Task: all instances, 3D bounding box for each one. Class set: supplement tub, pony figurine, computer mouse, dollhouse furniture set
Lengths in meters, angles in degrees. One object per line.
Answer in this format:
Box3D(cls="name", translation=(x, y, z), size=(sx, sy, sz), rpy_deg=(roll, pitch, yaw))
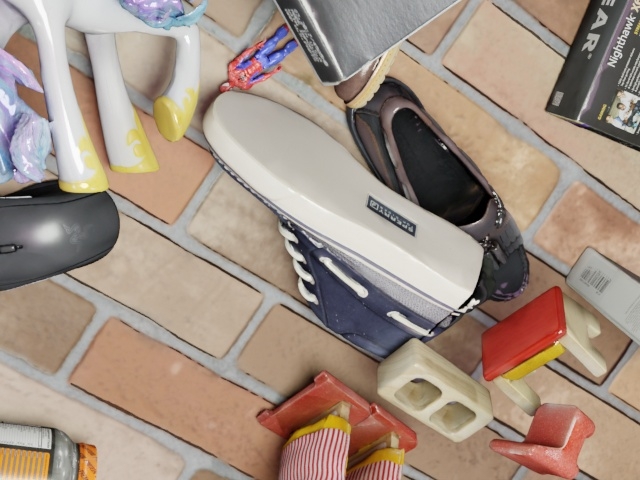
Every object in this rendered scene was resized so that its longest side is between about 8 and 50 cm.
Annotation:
Box3D(cls="supplement tub", translation=(-0.329, 0.241, 1.098), size=(0.190, 0.117, 0.117), rpy_deg=(12, 102, -18))
Box3D(cls="pony figurine", translation=(-0.243, -0.227, 0.939), size=(0.351, 0.303, 0.363), rpy_deg=(-10, 107, -47))
Box3D(cls="computer mouse", translation=(-0.325, 0.040, 1.074), size=(0.262, 0.060, 0.184), rpy_deg=(-6, 106, -14))
Box3D(cls="dollhouse furniture set", translation=(0.096, 0.201, 1.080), size=(0.152, 0.201, 0.374), rpy_deg=(35, 125, -24))

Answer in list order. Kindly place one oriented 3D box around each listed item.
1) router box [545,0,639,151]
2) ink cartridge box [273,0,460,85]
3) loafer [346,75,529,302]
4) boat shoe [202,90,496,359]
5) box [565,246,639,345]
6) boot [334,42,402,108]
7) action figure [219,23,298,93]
Box3D(cls="router box", translation=(0.420, -0.237, 1.193), size=(0.243, 0.081, 0.309), rpy_deg=(19, 99, -20))
Box3D(cls="ink cartridge box", translation=(0.052, -0.349, 0.992), size=(0.307, 0.072, 0.303), rpy_deg=(-37, 108, -16))
Box3D(cls="loafer", translation=(0.134, -0.039, 1.160), size=(0.109, 0.095, 0.302), rpy_deg=(-39, 111, -2))
Box3D(cls="boat shoe", translation=(0.000, 0.000, 1.117), size=(0.340, 0.127, 0.158), rpy_deg=(35, 128, -8))
Box3D(cls="box", translation=(0.453, 0.136, 1.226), size=(0.322, 0.232, 0.058), rpy_deg=(28, 101, -20))
Box3D(cls="boot", translation=(-0.011, -0.271, 1.064), size=(0.207, 0.090, 0.248), rpy_deg=(14, 94, -17))
Box3D(cls="action figure", translation=(-0.055, -0.186, 1.104), size=(0.115, 0.030, 0.038), rpy_deg=(-38, 116, -1))
